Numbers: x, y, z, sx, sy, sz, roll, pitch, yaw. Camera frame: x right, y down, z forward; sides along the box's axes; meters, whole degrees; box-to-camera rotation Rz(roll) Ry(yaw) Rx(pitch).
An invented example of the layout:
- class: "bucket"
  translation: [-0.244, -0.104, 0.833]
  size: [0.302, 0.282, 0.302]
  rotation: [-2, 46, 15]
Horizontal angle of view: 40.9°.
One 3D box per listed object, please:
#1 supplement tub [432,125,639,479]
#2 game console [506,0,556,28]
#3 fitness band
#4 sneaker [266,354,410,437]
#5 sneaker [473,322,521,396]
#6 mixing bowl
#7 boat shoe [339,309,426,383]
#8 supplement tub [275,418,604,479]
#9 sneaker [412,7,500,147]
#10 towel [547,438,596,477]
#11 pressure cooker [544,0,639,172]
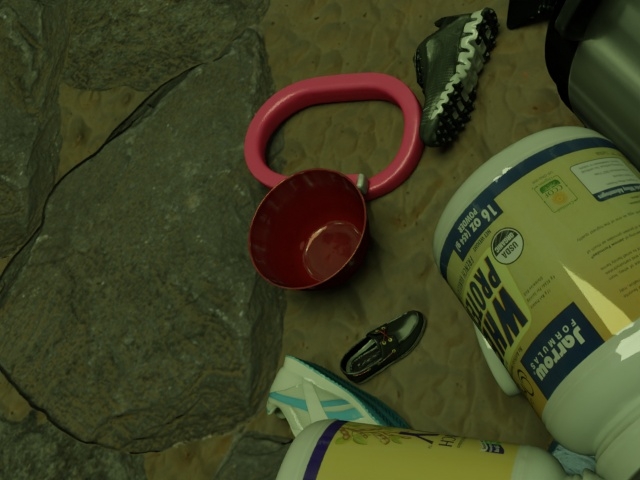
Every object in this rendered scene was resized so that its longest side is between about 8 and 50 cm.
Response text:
- class: "supplement tub"
  translation: [0.279, 0.066, 0.847]
  size: [0.228, 0.228, 0.316]
  rotation: [-36, 56, 8]
- class: "game console"
  translation: [0.340, -0.370, 1.263]
  size: [0.107, 0.071, 0.122]
  rotation: [11, 71, 0]
- class: "fitness band"
  translation: [0.017, -0.157, 1.306]
  size: [0.291, 0.054, 0.209]
  rotation: [1, 67, 27]
- class: "sneaker"
  translation: [0.026, 0.234, 1.106]
  size: [0.229, 0.087, 0.092]
  rotation: [26, 89, 40]
- class: "sneaker"
  translation: [0.267, 0.039, 1.050]
  size: [0.147, 0.104, 0.295]
  rotation: [-13, 57, 28]
- class: "mixing bowl"
  translation: [0.000, 0.000, 1.213]
  size: [0.182, 0.098, 0.181]
  rotation: [-12, 62, 23]
- class: "boat shoe"
  translation: [0.084, 0.139, 1.140]
  size: [0.133, 0.042, 0.049]
  rotation: [-40, 53, 4]
- class: "supplement tub"
  translation: [0.129, 0.324, 0.895]
  size: [0.331, 0.241, 0.241]
  rotation: [4, 69, 19]
- class: "sneaker"
  translation: [0.176, -0.237, 1.250]
  size: [0.106, 0.078, 0.234]
  rotation: [11, 69, 34]
- class: "towel"
  translation: [0.304, 0.233, 0.988]
  size: [0.067, 0.029, 0.119]
  rotation: [21, 79, 33]
- class: "pressure cooker"
  translation: [0.458, -0.213, 0.912]
  size: [0.376, 0.370, 0.420]
  rotation: [-36, 59, 4]
